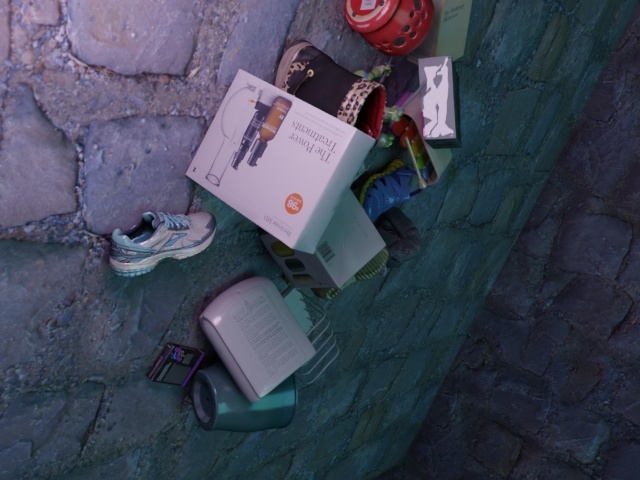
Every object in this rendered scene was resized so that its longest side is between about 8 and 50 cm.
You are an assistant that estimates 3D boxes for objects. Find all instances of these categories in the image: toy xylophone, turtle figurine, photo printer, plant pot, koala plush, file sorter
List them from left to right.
[{"bbox_3d":[-0.246,0.464,1.981,0.255,0.271,0.272,-4,122,-36],"label":"plant pot"},{"bbox_3d":[-0.187,0.270,1.869,0.256,0.308,0.107,-35,-175,-35],"label":"photo printer"},{"bbox_3d":[-0.067,0.320,2.161,0.193,0.173,0.278,-44,146,-20],"label":"file sorter"},{"bbox_3d":[0.165,-0.588,1.647,0.174,0.191,0.191,13,108,-48],"label":"plant pot"},{"bbox_3d":[0.196,-0.400,1.831,0.274,0.198,0.266,-36,154,-7],"label":"turtle figurine"},{"bbox_3d":[0.266,0.031,2.365,0.196,0.203,0.221,-41,158,-23],"label":"koala plush"},{"bbox_3d":[0.318,-0.309,2.064,0.236,0.081,0.323,-45,122,-40],"label":"toy xylophone"}]

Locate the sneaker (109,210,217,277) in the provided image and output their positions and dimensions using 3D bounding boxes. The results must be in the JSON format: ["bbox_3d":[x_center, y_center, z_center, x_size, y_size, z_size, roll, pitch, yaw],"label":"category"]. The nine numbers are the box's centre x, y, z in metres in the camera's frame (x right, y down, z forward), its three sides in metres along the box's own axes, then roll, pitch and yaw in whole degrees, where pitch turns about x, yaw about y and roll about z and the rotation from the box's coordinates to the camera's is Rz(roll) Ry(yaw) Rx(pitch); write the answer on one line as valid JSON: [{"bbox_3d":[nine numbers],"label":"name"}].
[{"bbox_3d":[-0.360,-0.017,1.513,0.283,0.110,0.122,-29,136,-37],"label":"sneaker"}]

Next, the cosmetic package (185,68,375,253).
[{"bbox_3d":[-0.102,-0.184,1.452,0.097,0.377,0.284,14,106,-56],"label":"cosmetic package"}]

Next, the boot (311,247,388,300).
[{"bbox_3d":[0.068,0.073,1.959,0.248,0.207,0.090,-34,114,-7],"label":"boot"}]

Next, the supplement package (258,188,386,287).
[{"bbox_3d":[0.000,0.000,1.815,0.198,0.262,0.199,-40,105,-25],"label":"supplement package"}]

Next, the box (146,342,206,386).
[{"bbox_3d":[-0.411,0.357,1.858,0.116,0.029,0.162,-57,150,-1],"label":"box"}]

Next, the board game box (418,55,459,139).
[{"bbox_3d":[0.353,-0.389,1.880,0.303,0.097,0.224,-8,96,-73],"label":"board game box"}]

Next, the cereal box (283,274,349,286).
[{"bbox_3d":[0.013,0.065,2.085,0.240,0.047,0.173,4,117,-32],"label":"cereal box"}]

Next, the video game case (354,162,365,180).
[{"bbox_3d":[0.078,-0.229,2.008,0.143,0.019,0.157,-44,147,-19],"label":"video game case"}]

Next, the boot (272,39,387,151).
[{"bbox_3d":[-0.005,-0.270,1.596,0.138,0.284,0.377,-8,124,-51],"label":"boot"}]

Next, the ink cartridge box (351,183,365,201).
[{"bbox_3d":[0.078,-0.063,2.142,0.181,0.056,0.225,-33,130,-33],"label":"ink cartridge box"}]

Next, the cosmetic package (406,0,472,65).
[{"bbox_3d":[0.354,-0.676,1.892,0.160,0.113,0.309,-35,144,-31],"label":"cosmetic package"}]

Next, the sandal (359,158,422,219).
[{"bbox_3d":[0.238,-0.164,2.137,0.317,0.138,0.126,-44,146,-38],"label":"sandal"}]

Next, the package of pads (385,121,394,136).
[{"bbox_3d":[0.247,-0.372,2.098,0.083,0.032,0.050,-39,142,-26],"label":"package of pads"}]
